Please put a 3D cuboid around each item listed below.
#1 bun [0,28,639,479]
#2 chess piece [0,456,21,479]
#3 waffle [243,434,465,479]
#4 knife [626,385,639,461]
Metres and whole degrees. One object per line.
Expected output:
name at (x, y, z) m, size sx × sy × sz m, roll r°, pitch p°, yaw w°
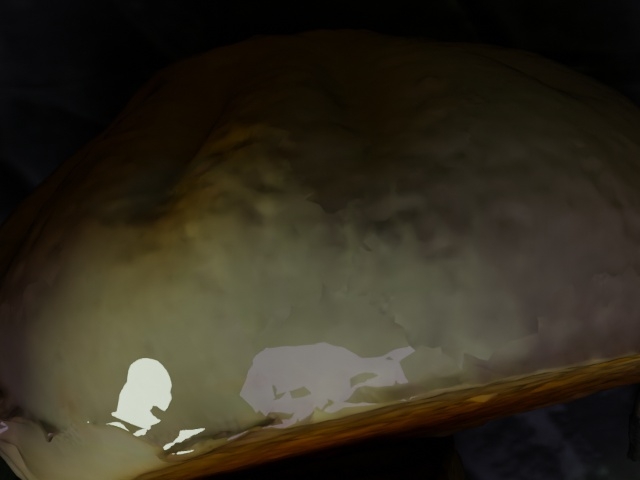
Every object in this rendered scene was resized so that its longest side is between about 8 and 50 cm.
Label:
bun at (0.000, 0.000, 0.720) m, size 0.299 × 0.164 × 0.299 m, roll -14°, pitch 170°, yaw -3°
chess piece at (-0.295, 0.168, 0.936) m, size 0.299 × 0.194 × 0.194 m, roll 7°, pitch 136°, yaw 8°
waffle at (-0.044, 0.157, 0.818) m, size 0.224 × 0.328 × 0.098 m, roll -7°, pitch 95°, yaw 6°
knife at (0.179, 0.028, 0.870) m, size 0.046 × 0.021 × 0.222 m, roll 3°, pitch 132°, yaw -2°
